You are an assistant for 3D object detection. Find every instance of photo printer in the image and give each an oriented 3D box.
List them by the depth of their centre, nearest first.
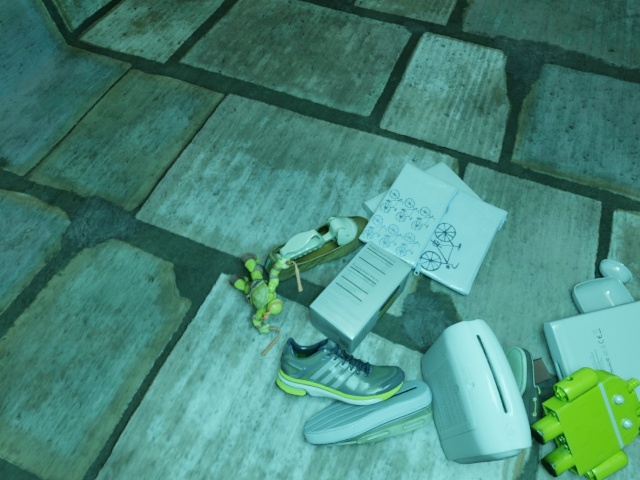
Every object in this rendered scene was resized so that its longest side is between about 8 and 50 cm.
[{"bbox_3d":[0.310,0.317,0.849,0.107,0.307,0.255,-7,59,-4],"label":"photo printer"}]

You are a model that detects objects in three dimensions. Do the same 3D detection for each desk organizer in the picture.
[{"bbox_3d":[0.483,0.331,0.991,0.130,0.047,0.050,-16,66,-7],"label":"desk organizer"}]

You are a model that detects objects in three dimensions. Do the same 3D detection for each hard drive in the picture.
[{"bbox_3d":[0.741,0.276,0.986,0.354,0.047,0.232,-11,79,-6],"label":"hard drive"},{"bbox_3d":[0.316,-0.107,1.253,0.308,0.040,0.203,-28,63,-16],"label":"hard drive"}]

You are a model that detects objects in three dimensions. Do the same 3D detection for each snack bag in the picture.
[{"bbox_3d":[0.331,-0.042,1.172,0.343,0.037,0.323,30,66,11],"label":"snack bag"}]

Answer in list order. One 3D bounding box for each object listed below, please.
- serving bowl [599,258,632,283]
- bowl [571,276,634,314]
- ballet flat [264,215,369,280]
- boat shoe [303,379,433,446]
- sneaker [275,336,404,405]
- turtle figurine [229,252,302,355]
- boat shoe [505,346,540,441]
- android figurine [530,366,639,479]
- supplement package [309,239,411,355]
[{"bbox_3d":[0.816,0.091,1.137,0.084,0.027,0.083,6,45,-6],"label":"serving bowl"},{"bbox_3d":[0.746,0.176,1.078,0.142,0.053,0.141,-10,60,-7],"label":"bowl"},{"bbox_3d":[0.000,0.000,1.143,0.343,0.124,0.116,-23,62,-13],"label":"ballet flat"},{"bbox_3d":[0.115,0.409,0.915,0.303,0.109,0.094,-17,99,-2],"label":"boat shoe"},{"bbox_3d":[0.043,0.294,0.941,0.300,0.111,0.121,2,102,6],"label":"sneaker"},{"bbox_3d":[-0.157,0.139,1.041,0.087,0.269,0.217,1,25,-40],"label":"turtle figurine"},{"bbox_3d":[0.451,0.348,0.918,0.069,0.081,0.227,2,97,-11],"label":"boat shoe"},{"bbox_3d":[0.592,0.394,0.887,0.273,0.056,0.248,-23,98,-10],"label":"android figurine"},{"bbox_3d":[0.103,0.145,1.048,0.134,0.139,0.244,36,66,21],"label":"supplement package"}]
